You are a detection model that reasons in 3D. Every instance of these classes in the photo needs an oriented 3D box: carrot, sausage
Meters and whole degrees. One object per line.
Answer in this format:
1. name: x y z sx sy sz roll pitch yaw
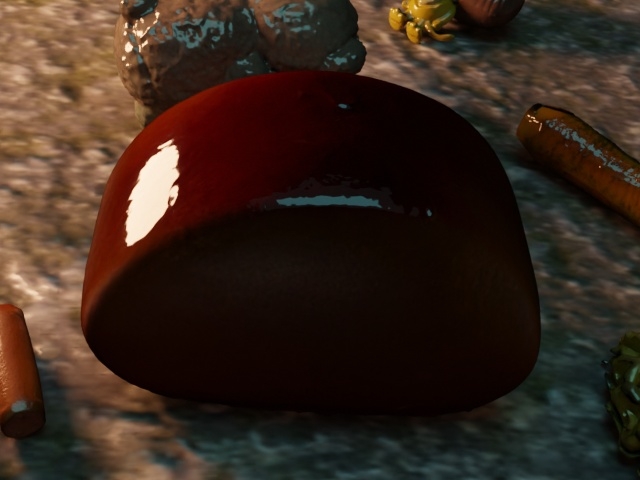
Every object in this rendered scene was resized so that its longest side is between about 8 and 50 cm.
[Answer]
1. carrot: 0.323 -0.062 1.235 0.070 0.070 0.260 -27 54 -35
2. sausage: -0.255 0.103 0.949 0.039 0.041 0.131 -11 45 -15

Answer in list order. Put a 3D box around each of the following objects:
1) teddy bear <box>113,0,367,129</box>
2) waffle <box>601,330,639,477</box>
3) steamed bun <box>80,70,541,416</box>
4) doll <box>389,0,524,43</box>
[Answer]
1. teddy bear: -0.092 -0.211 1.251 0.267 0.151 0.236 -9 47 -20
2. waffle: 0.375 0.166 1.003 0.254 0.052 0.245 5 43 -7
3. steamed bun: 0.000 0.000 0.962 0.379 0.248 0.235 6 42 -6
4. doll: 0.184 -0.314 1.473 0.145 0.096 0.188 20 52 22
